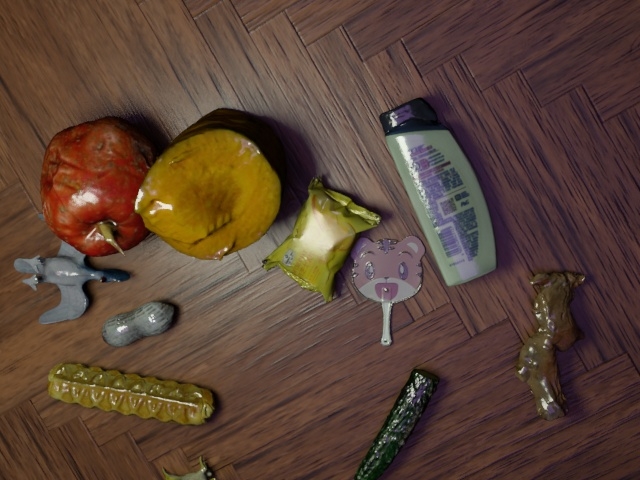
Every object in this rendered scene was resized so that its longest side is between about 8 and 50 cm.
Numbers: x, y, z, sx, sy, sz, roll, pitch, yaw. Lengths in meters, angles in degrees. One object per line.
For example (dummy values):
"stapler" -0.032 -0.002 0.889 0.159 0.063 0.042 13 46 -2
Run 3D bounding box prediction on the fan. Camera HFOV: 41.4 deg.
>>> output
"fan" 0.135 0.102 1.706 0.152 0.008 0.227 0 97 8

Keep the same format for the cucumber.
"cucumber" 0.149 0.393 1.718 0.067 0.067 0.293 28 102 4

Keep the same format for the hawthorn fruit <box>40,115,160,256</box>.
"hawthorn fruit" -0.420 -0.104 1.634 0.258 0.262 0.258 14 135 15

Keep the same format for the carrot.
"carrot" -0.186 -0.109 1.584 0.241 0.341 0.241 1 112 3

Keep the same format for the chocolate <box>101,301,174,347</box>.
"chocolate" -0.379 0.174 1.764 0.167 0.072 0.072 -19 95 11

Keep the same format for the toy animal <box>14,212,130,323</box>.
"toy animal" -0.533 0.071 1.773 0.255 0.176 0.239 13 98 41

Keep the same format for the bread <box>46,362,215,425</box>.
"bread" -0.399 0.323 1.784 0.367 0.084 0.077 9 139 6

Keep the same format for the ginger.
"ginger" 0.448 0.203 1.646 0.122 0.084 0.290 4 95 -14

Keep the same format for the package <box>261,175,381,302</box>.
"package" 0.000 0.000 1.671 0.168 0.090 0.226 30 103 6

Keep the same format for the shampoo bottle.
"shampoo bottle" 0.236 -0.100 1.628 0.134 0.078 0.359 -22 94 7

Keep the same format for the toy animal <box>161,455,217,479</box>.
"toy animal" -0.271 0.507 1.793 0.095 0.155 0.219 -40 134 -12
